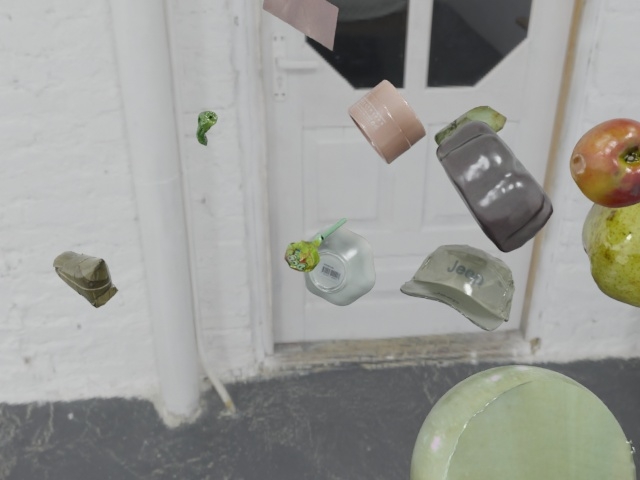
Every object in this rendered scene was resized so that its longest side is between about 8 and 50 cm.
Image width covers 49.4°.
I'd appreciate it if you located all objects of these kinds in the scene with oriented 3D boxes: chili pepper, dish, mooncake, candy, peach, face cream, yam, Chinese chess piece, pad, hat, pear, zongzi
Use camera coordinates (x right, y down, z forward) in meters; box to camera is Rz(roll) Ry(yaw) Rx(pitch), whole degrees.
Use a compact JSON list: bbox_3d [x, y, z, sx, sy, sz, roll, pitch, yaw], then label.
[{"bbox_3d":[-0.199,-0.194,1.186,0.034,0.091,0.030,29,60,-8],"label":"chili pepper"},{"bbox_3d":[0.027,0.063,1.543,0.190,0.191,0.066,12,17,20],"label":"dish"},{"bbox_3d":[0.316,-0.100,1.279,0.133,0.245,0.245,-39,26,17],"label":"mooncake"},{"bbox_3d":[0.000,0.000,1.273,0.062,0.058,0.194,34,38,13],"label":"candy"},{"bbox_3d":[0.325,-0.085,0.766,0.100,0.101,0.101,0,30,0],"label":"peach"},{"bbox_3d":[0.140,-0.250,1.474,0.104,0.149,0.149,-38,33,5],"label":"face cream"},{"bbox_3d":[0.296,-0.222,1.388,0.069,0.070,0.146,-32,0,-42],"label":"yam"},{"bbox_3d":[0.307,0.369,1.071,0.349,0.350,0.146,-10,-2,-16],"label":"Chinese chess piece"},{"bbox_3d":[-0.039,-0.487,1.464,0.187,0.113,0.006,21,-24,-34],"label":"pad"},{"bbox_3d":[0.280,0.075,1.350,0.214,0.149,0.244,23,-1,15],"label":"hat"},{"bbox_3d":[0.685,0.002,1.415,0.303,0.304,0.304,0,30,0],"label":"pear"},{"bbox_3d":[-0.527,0.052,1.528,0.160,0.176,0.078,31,57,13],"label":"zongzi"}]
